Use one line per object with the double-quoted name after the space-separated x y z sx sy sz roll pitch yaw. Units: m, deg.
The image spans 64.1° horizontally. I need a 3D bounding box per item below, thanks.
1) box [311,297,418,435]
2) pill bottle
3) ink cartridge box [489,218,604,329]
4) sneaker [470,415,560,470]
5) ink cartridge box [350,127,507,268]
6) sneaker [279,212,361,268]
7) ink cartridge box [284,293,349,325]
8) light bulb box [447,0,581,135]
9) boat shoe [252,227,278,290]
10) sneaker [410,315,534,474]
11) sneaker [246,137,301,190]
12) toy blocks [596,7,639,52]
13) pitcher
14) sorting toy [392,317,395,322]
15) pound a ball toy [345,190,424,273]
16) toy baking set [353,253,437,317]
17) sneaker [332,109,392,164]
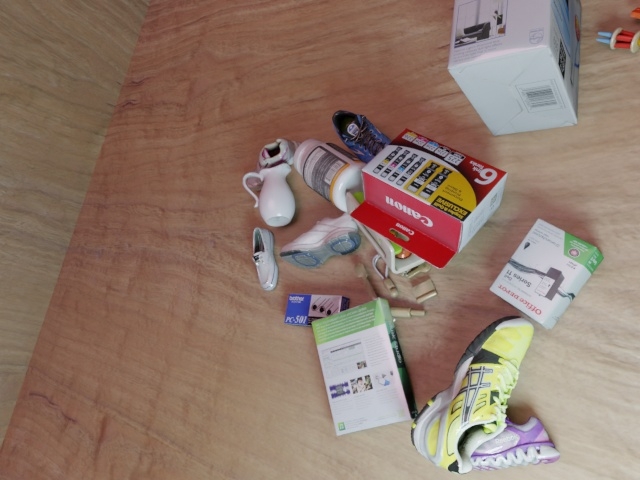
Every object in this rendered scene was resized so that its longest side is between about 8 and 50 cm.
0.114 0.344 1.394 0.232 0.058 0.322 -23 70 28 "box"
0.038 -0.216 1.623 0.162 0.162 0.278 -56 45 7 "pill bottle"
0.522 0.078 1.190 0.153 0.087 0.208 38 98 41 "ink cartridge box"
0.402 0.452 1.145 0.236 0.095 0.105 -20 55 25 "sneaker"
0.268 -0.116 1.323 0.309 0.130 0.272 32 63 29 "ink cartridge box"
0.000 0.000 1.630 0.297 0.111 0.129 -18 48 27 "sneaker"
-0.013 0.218 1.575 0.207 0.046 0.097 -2 72 37 "ink cartridge box"
0.492 -0.508 1.259 0.225 0.358 0.361 0 74 35 "light bulb box"
-0.204 0.062 1.762 0.083 0.075 0.226 -26 59 28 "boat shoe"
0.370 0.345 1.136 0.385 0.145 0.147 -55 33 -3 "sneaker"
-0.189 -0.287 1.859 0.252 0.111 0.103 -43 53 17 "sneaker"
0.772 -0.521 1.248 0.148 0.054 0.123 34 96 41 "toy blocks"
-0.180 -0.155 1.774 0.177 0.125 0.207 -8 67 2 "pitcher"
0.168 0.236 1.451 0.083 0.012 0.062 -53 51 9 "sorting toy"
0.235 -0.039 1.446 0.208 0.136 0.319 -24 48 -12 "pound a ball toy"
0.210 0.125 1.452 0.256 0.030 0.197 -6 62 29 "toy baking set"
0.139 -0.303 1.591 0.130 0.147 0.330 -52 52 10 "sneaker"
